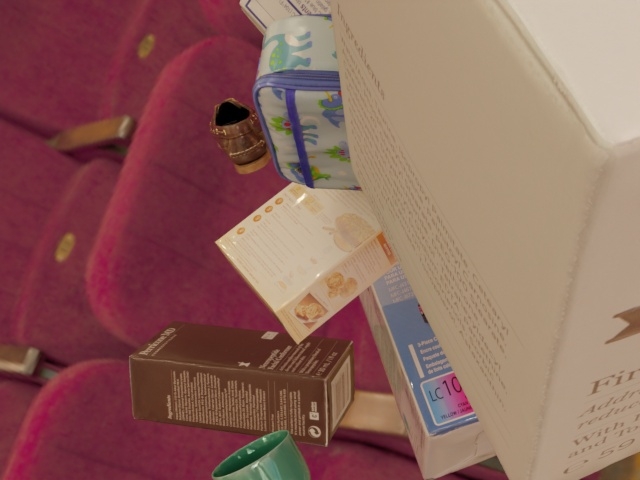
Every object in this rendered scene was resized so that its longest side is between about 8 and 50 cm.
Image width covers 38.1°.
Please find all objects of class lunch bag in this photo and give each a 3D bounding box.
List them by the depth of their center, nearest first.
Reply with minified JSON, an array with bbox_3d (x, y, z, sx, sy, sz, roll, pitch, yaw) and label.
[{"bbox_3d":[0.028,-0.120,0.875,0.176,0.219,0.090,6,69,6],"label":"lunch bag"}]

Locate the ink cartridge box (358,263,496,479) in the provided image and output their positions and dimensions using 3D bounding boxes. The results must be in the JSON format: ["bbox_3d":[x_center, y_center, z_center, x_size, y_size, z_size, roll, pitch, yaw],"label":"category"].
[{"bbox_3d":[0.145,0.101,1.296,0.151,0.270,0.395,-19,64,-4],"label":"ink cartridge box"}]

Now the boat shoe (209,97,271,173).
[{"bbox_3d":[-0.112,-0.156,1.248,0.073,0.073,0.207,-29,25,-5],"label":"boat shoe"}]

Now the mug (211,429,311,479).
[{"bbox_3d":[-0.070,0.346,1.357,0.157,0.097,0.129,-30,3,-38],"label":"mug"}]

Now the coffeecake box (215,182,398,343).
[{"bbox_3d":[0.000,0.000,1.029,0.185,0.068,0.142,-38,46,-7],"label":"coffeecake box"}]

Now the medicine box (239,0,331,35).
[{"bbox_3d":[0.097,-0.326,1.033,0.149,0.263,0.289,48,122,9],"label":"medicine box"}]

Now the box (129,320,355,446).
[{"bbox_3d":[-0.141,0.258,1.727,0.381,0.191,0.143,3,107,16],"label":"box"}]

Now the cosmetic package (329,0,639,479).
[{"bbox_3d":[0.206,-0.101,0.566,0.329,0.394,0.327,-20,57,-5],"label":"cosmetic package"}]
